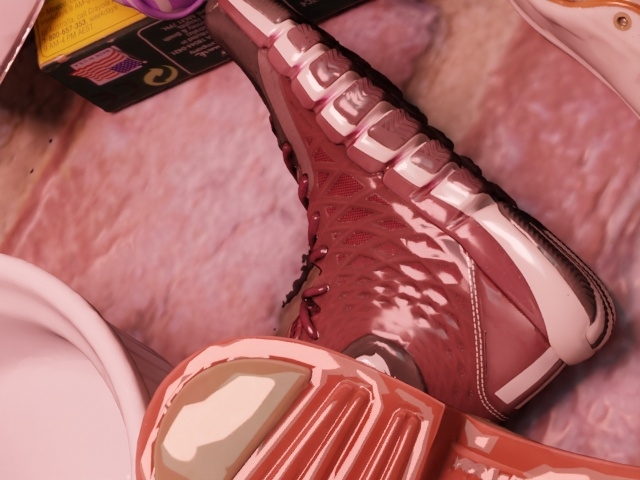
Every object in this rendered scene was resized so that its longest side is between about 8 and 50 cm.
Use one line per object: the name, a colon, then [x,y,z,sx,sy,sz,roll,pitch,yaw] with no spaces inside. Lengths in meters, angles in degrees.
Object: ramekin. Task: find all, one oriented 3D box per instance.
ramekin: [-0.175,0.155,0.837,0.277,0.135,0.277,-9,70,24]

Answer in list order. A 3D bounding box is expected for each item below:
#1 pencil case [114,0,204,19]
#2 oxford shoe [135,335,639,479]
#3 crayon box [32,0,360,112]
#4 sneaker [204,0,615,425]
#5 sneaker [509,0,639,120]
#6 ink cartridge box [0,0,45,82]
pencil case: [-0.141,-0.191,0.873,0.206,0.088,0.086,27,86,31]
oxford shoe: [0.115,0.157,0.697,0.397,0.146,0.140,30,85,12]
crayon box: [-0.089,-0.261,0.967,0.202,0.081,0.319,-21,65,20]
sneaker: [0.000,0.000,0.811,0.162,0.106,0.281,-49,66,10]
sneaker: [0.182,-0.091,0.750,0.290,0.123,0.106,38,90,30]
ink cartridge box: [-0.275,-0.159,0.936,0.092,0.158,0.218,-60,31,-1]
